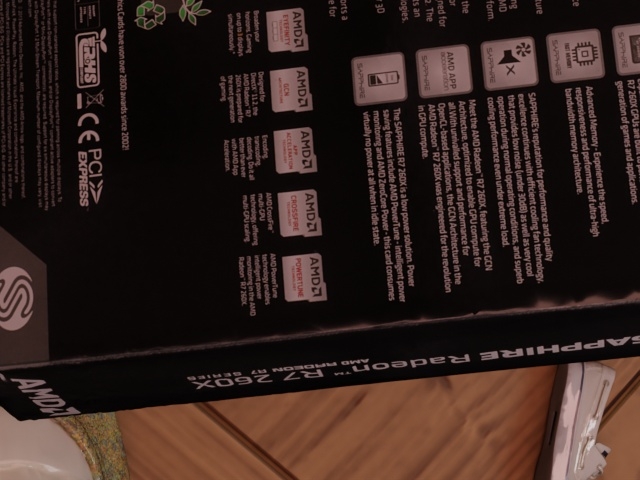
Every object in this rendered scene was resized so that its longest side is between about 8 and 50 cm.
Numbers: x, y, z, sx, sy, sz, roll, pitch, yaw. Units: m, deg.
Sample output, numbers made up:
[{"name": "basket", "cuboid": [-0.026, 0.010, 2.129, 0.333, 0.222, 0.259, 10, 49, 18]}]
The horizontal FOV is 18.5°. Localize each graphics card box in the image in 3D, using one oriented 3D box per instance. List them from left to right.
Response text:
[{"name": "graphics card box", "cuboid": [0.026, -0.055, 0.874, 0.370, 0.094, 0.233, -7, 71, 5]}]

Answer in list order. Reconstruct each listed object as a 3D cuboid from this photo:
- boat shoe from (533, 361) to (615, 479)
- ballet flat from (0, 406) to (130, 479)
[{"name": "boat shoe", "cuboid": [0.135, 0.112, 1.031, 0.035, 0.035, 0.100, 10, 90, -7]}, {"name": "ballet flat", "cuboid": [-0.149, 0.183, 0.958, 0.123, 0.123, 0.349, -3, 98, -8]}]
